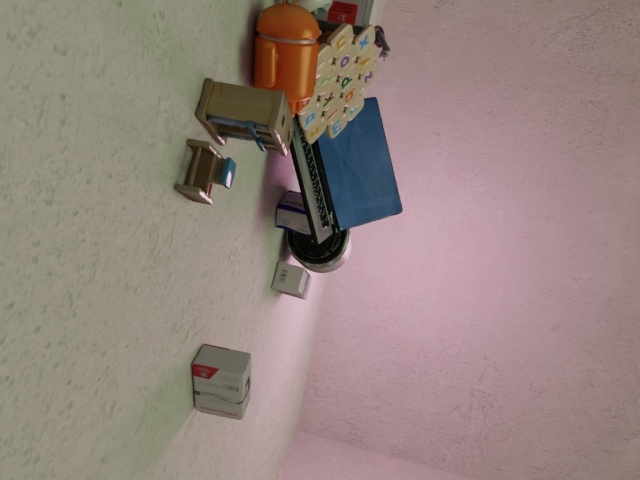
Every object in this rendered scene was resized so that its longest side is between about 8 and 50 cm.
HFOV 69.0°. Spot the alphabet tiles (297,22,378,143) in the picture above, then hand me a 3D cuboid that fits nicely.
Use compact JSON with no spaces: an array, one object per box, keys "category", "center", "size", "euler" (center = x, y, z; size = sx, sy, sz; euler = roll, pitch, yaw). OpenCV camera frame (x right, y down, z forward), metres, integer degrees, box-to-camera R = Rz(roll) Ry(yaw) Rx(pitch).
[{"category":"alphabet tiles","center":[0.042,-0.376,1.132],"size":[0.278,0.021,0.284],"euler":[-48,157,-10]}]

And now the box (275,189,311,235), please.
[{"category":"box","center":[-0.059,-0.086,1.429],"size":[0.137,0.126,0.072],"euler":[-67,168,-58]}]

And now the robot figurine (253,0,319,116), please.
[{"category":"robot figurine","center":[-0.068,-0.360,0.917],"size":[0.157,0.128,0.220],"euler":[-15,128,-31]}]

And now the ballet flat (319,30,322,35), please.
[{"category":"ballet flat","center":[-0.011,-0.506,1.294],"size":[0.077,0.077,0.231],"euler":[-72,171,-49]}]

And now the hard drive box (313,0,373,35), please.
[{"category":"hard drive box","center":[0.044,-0.630,1.113],"size":[0.089,0.180,0.233],"euler":[-40,141,-78]}]

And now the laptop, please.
[{"category":"laptop","center":[0.079,-0.221,1.318],"size":[0.408,0.236,0.383],"euler":[-37,113,-78]}]

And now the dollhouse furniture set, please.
[{"category":"dollhouse furniture set","center":[-0.132,-0.142,0.768],"size":[0.129,0.129,0.184],"euler":[62,40,-79]}]

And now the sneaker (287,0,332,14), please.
[{"category":"sneaker","center":[-0.008,-0.627,1.008],"size":[0.236,0.130,0.323],"euler":[106,-2,-51]}]

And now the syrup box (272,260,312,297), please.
[{"category":"syrup box","center":[-0.096,0.146,1.645],"size":[0.237,0.096,0.093],"euler":[68,36,-78]}]

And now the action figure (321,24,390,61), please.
[{"category":"action figure","center":[0.069,-0.657,1.443],"size":[0.370,0.247,0.276],"euler":[20,55,-82]}]

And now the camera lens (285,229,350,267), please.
[{"category":"camera lens","center":[0.000,0.000,1.651],"size":[0.274,0.219,0.220],"euler":[61,41,-79]}]

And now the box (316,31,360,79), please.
[{"category":"box","center":[0.025,-0.451,1.192],"size":[0.170,0.130,0.091],"euler":[-37,154,-21]}]

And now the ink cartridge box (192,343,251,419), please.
[{"category":"ink cartridge box","center":[-0.208,0.304,0.996],"size":[0.063,0.109,0.151],"euler":[-73,172,-56]}]
